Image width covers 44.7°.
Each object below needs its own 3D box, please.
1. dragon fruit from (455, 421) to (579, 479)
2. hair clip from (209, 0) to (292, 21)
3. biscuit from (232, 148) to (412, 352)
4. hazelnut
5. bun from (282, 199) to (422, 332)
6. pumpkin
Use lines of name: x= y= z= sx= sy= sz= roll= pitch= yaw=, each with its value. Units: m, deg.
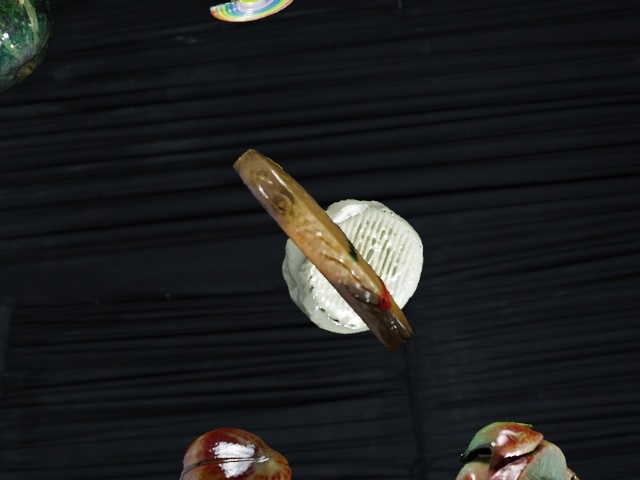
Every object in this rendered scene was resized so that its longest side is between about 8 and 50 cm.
dragon fruit: x=0.191 y=0.326 z=0.816 sx=0.268 sy=0.130 sz=0.295 roll=-45 pitch=142 yaw=-44
hair clip: x=-0.035 y=-0.298 z=0.903 sx=0.033 sy=0.189 sz=0.060 roll=65 pitch=12 yaw=5
biscuit: x=0.001 y=-0.001 z=0.954 sx=0.277 sy=0.052 sz=0.262 roll=49 pitch=0 yaw=-14
hazelnut: x=-0.167 y=0.465 z=1.486 sx=0.229 sy=0.230 sz=0.229 roll=-6 pitch=90 yaw=-86
bun: x=0.066 y=0.058 z=1.928 sx=0.211 sy=0.360 sz=0.359 roll=20 pitch=-60 yaw=62
pumpkin: x=-0.432 y=-0.266 z=1.000 sx=0.146 sy=0.190 sz=0.190 roll=41 pitch=1 yaw=5
